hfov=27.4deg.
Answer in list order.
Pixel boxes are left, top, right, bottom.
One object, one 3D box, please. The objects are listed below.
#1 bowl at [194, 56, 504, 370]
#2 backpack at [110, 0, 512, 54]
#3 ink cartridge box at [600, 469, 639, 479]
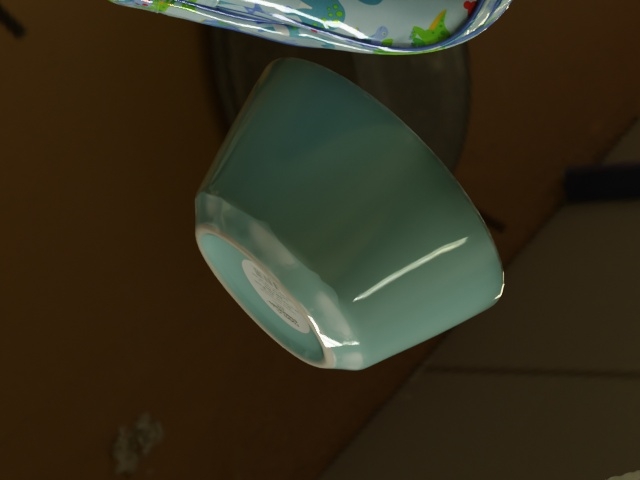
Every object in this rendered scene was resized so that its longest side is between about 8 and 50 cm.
[{"bbox_3d":[0.000,0.000,1.218,0.163,0.311,0.311,-43,-150,-17],"label":"bowl"},{"bbox_3d":[-0.004,-0.276,1.033,0.355,0.290,0.273,18,-172,-24],"label":"backpack"},{"bbox_3d":[0.227,0.335,1.217,0.100,0.237,0.172,48,-159,25],"label":"ink cartridge box"}]
